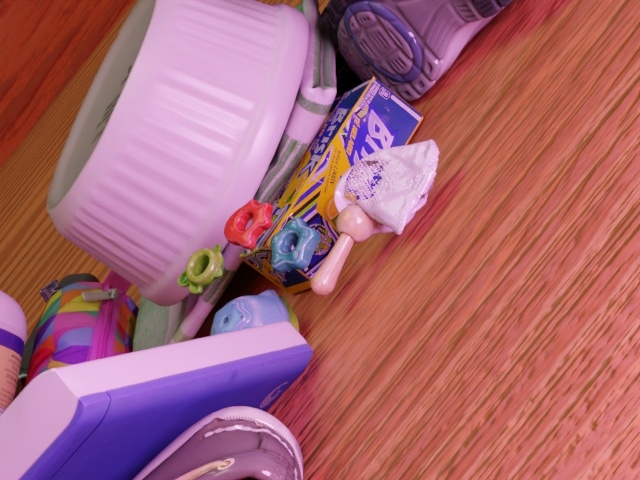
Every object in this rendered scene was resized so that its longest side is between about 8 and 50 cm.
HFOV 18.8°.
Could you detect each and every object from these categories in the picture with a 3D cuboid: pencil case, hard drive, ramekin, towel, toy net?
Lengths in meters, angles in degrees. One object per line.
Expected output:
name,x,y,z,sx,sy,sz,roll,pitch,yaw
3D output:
pencil case,-0.212,0.115,1.704,0.104,0.104,0.236,-47,18,17
hard drive,-0.143,0.146,1.232,0.210,0.040,0.319,-47,-15,18
ramekin,-0.126,-0.093,1.603,0.273,0.127,0.273,-57,16,27
towel,-0.079,-0.039,1.671,0.325,0.038,0.248,-57,15,21
toy net,0.000,0.000,1.391,0.232,0.045,0.122,-38,44,18

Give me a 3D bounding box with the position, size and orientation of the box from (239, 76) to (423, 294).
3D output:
box,0.009,-0.043,1.493,0.169,0.054,0.059,-59,16,-22

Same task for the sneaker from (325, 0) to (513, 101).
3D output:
sneaker,0.112,-0.202,1.522,0.129,0.111,0.297,-36,3,-34

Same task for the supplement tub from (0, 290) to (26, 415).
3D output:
supplement tub,-0.392,0.193,1.630,0.241,0.241,0.331,-18,60,65

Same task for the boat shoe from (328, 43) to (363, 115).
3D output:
boat shoe,0.054,-0.182,1.687,0.183,0.066,0.066,-58,17,19

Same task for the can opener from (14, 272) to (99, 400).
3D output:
can opener,-0.246,0.140,1.849,0.095,0.076,0.283,-6,37,24

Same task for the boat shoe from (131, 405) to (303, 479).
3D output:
boat shoe,-0.127,0.228,1.162,0.305,0.109,0.091,-47,10,5
